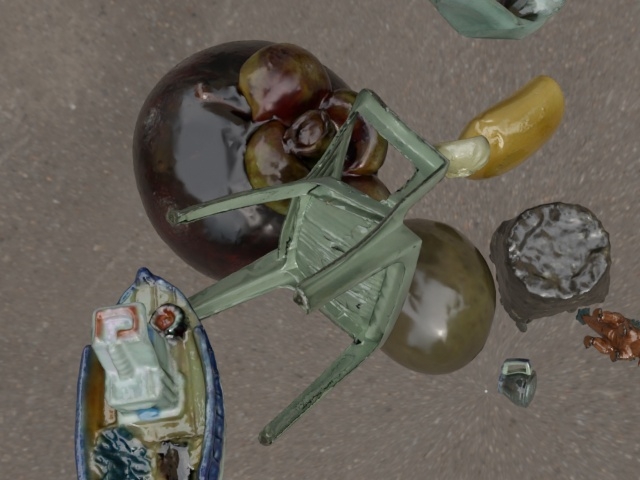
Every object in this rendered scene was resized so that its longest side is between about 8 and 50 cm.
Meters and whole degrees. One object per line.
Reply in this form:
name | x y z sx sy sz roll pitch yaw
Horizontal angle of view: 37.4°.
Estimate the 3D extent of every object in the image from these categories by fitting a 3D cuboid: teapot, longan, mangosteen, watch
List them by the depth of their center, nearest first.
mangosteen | -0.058 -0.094 1.121 0.306 0.347 0.307 3 85 -35
watch | 0.211 -0.378 1.147 0.241 0.161 0.253 20 82 -33
longan | 0.151 0.083 1.398 0.215 0.246 0.246 -30 76 33
teapot | 0.331 0.236 1.598 0.057 0.066 0.088 11 120 27

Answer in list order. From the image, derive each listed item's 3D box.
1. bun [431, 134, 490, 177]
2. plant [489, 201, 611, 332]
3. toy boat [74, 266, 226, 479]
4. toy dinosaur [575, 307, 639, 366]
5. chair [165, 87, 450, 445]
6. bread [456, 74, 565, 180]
bun | 0.197 -0.115 1.320 0.086 0.086 0.055 -11 93 8
plant | 0.395 0.040 1.618 0.188 0.276 0.199 -11 77 3
toy boat | -0.135 0.135 0.721 0.114 0.115 0.262 -10 69 7
toy dinosaur | 0.321 0.102 1.024 0.055 0.154 0.049 7 102 -21
chair | 0.000 0.000 0.835 0.190 0.203 0.274 38 46 24
bread | 0.317 -0.177 1.566 0.217 0.147 0.098 -33 77 -18
